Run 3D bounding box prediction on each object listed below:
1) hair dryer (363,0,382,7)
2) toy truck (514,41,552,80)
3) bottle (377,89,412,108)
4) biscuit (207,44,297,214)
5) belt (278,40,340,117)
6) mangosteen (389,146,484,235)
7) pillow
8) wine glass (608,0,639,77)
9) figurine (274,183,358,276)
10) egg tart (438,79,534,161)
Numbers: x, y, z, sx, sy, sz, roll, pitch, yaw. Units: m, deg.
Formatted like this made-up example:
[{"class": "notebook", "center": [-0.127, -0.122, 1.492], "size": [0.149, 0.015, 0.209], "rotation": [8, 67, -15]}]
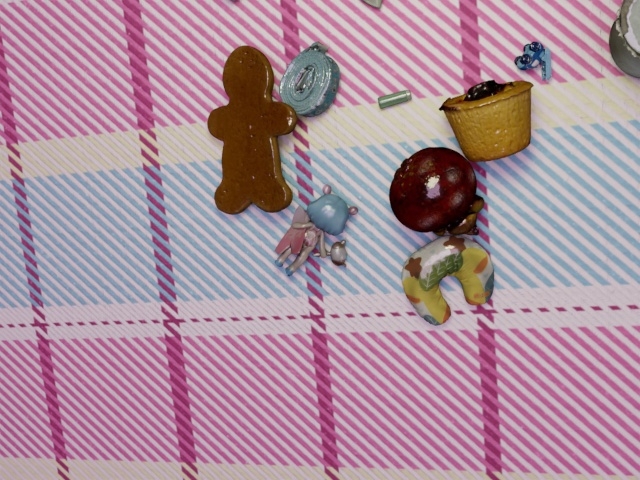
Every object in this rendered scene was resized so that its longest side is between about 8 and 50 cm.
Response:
[{"class": "hair dryer", "center": [0.239, -0.630, 1.444], "size": [0.237, 0.075, 0.206], "rotation": [27, 111, -1]}, {"class": "toy truck", "center": [0.512, -0.421, 1.411], "size": [0.090, 0.056, 0.073], "rotation": [36, 99, -7]}, {"class": "bottle", "center": [0.187, -0.357, 1.502], "size": [0.083, 0.030, 0.030], "rotation": [-13, 95, 14]}, {"class": "biscuit", "center": [-0.172, -0.284, 1.558], "size": [0.283, 0.064, 0.432], "rotation": [1, 98, 32]}, {"class": "belt", "center": [-0.024, -0.396, 1.518], "size": [0.163, 0.082, 0.147], "rotation": [-31, 82, 24]}, {"class": "mangosteen", "center": [0.293, -0.102, 1.437], "size": [0.257, 0.215, 0.215], "rotation": [35, 105, -16]}, {"class": "pillow", "center": [0.324, 0.096, 1.521], "size": [0.233, 0.086, 0.214], "rotation": [-28, 102, 13]}, {"class": "wine glass", "center": [0.693, -0.432, 1.219], "size": [0.190, 0.357, 0.190], "rotation": [5, 103, 24]}, {"class": "figurine", "center": [-0.007, -0.002, 1.563], "size": [0.205, 0.103, 0.260], "rotation": [42, 104, 4]}, {"class": "egg tart", "center": [0.394, -0.283, 1.384], "size": [0.215, 0.215, 0.171], "rotation": [-14, 106, 14]}]
